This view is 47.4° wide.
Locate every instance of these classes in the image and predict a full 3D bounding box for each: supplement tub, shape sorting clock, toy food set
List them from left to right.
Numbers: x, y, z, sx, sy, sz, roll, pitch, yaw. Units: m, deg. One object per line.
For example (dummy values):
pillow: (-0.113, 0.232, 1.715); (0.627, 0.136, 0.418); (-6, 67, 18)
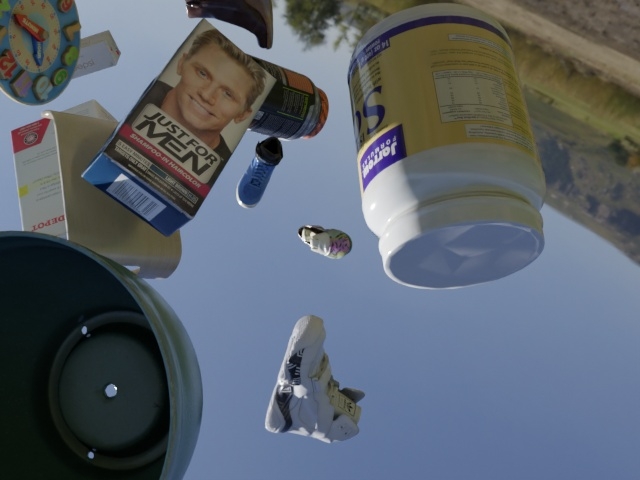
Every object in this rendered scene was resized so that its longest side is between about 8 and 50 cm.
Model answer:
shape sorting clock: (-0.409, -0.297, 1.048); (0.040, 0.206, 0.206); (13, -168, 19)
toy food set: (-0.380, -0.082, 1.310); (0.220, 0.092, 0.305); (4, -114, -45)
supplement tub: (-0.139, -0.382, 1.982); (0.316, 0.193, 0.193); (10, -156, -43)
supplement tub: (0.168, -0.124, 0.994); (0.241, 0.241, 0.331); (15, -123, -34)

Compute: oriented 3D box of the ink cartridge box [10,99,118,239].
ink cartridge box: (-0.707, -0.167, 2.096); (0.160, 0.279, 0.384); (55, -161, -68)

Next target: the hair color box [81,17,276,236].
hair color box: (-0.228, -0.197, 1.234); (0.174, 0.105, 0.347); (38, -126, -20)

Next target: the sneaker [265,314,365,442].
sneaker: (0.009, 0.325, 1.656); (0.210, 0.365, 0.137); (17, -143, -1)

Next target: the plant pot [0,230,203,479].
plant pot: (-0.230, 0.147, 0.673); (0.293, 0.293, 0.196); (31, -178, 15)

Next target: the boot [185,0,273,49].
boot: (-0.226, -0.573, 1.827); (0.207, 0.248, 0.090); (-5, -122, 2)

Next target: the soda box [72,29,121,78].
soda box: (-0.612, -0.447, 1.807); (0.073, 0.216, 0.069); (-95, -13, -51)

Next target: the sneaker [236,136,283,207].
sneaker: (-0.119, -0.141, 1.445); (0.058, 0.084, 0.152); (27, -120, -3)

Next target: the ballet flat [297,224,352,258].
ballet flat: (0.000, 0.000, 1.845); (0.079, 0.076, 0.221); (5, -172, -25)
